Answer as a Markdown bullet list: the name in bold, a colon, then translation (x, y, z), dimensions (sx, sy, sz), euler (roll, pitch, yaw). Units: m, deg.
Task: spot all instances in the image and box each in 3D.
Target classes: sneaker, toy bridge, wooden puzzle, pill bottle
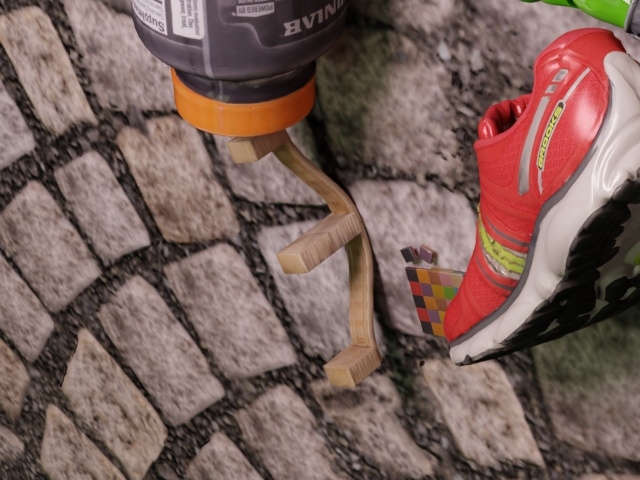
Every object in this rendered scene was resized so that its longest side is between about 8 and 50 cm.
- **sneaker**: translation (0.126, -0.021, 0.933), dimensions (0.118, 0.107, 0.279), euler (65, 157, 21)
- **toy bridge**: translation (0.000, 0.000, 1.110), dimensions (0.026, 0.063, 0.188), euler (-2, 117, 48)
- **wooden puzzle**: translation (0.080, 0.040, 1.100), dimensions (0.049, 0.006, 0.083), euler (7, 122, 45)
- **pill bottle**: translation (-0.048, -0.182, 0.971), dimensions (0.130, 0.130, 0.245), euler (27, 135, 32)

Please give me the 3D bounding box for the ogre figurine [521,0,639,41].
- **ogre figurine**: translation (0.122, -0.176, 0.824), dimensions (0.118, 0.096, 0.197), euler (1, 151, 34)
